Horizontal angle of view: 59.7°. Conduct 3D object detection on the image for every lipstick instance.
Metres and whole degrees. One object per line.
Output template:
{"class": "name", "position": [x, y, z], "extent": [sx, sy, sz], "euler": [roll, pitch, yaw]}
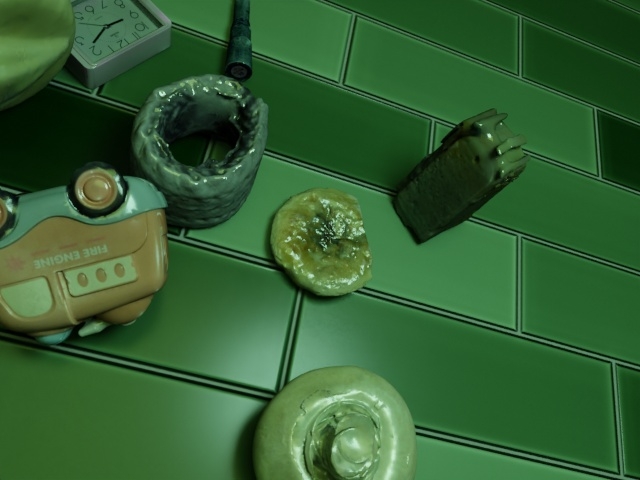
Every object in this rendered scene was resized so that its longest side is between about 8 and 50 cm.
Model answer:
{"class": "lipstick", "position": [-0.160, -0.435, 1.144], "extent": [0.053, 0.053, 0.234], "euler": [8, 63, -16]}

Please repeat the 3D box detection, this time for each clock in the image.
{"class": "clock", "position": [-0.396, -0.390, 1.033], "extent": [0.150, 0.063, 0.197], "euler": [46, 61, 3]}

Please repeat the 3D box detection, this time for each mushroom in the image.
{"class": "mushroom", "position": [0.025, 0.298, 0.800], "extent": [0.246, 0.202, 0.246], "euler": [3, 69, -7]}

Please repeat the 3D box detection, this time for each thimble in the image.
{"class": "thimble", "position": [-0.201, -0.152, 0.942], "extent": [0.217, 0.157, 0.245], "euler": [40, 60, 0]}

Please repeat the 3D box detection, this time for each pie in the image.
{"class": "pie", "position": [-0.001, 0.001, 1.005], "extent": [0.185, 0.052, 0.218], "euler": [-8, 68, -16]}

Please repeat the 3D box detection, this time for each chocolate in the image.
{"class": "chocolate", "position": [-0.517, -0.347, 0.826], "extent": [0.297, 0.314, 0.326], "euler": [39, 89, 3]}

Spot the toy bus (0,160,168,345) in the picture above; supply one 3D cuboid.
{"class": "toy bus", "position": [-0.350, 0.021, 0.791], "extent": [0.287, 0.194, 0.232], "euler": [-16, 98, -12]}

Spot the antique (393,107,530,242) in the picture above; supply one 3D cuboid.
{"class": "antique", "position": [0.259, -0.119, 1.016], "extent": [0.150, 0.284, 0.125], "euler": [-27, 78, -26]}
